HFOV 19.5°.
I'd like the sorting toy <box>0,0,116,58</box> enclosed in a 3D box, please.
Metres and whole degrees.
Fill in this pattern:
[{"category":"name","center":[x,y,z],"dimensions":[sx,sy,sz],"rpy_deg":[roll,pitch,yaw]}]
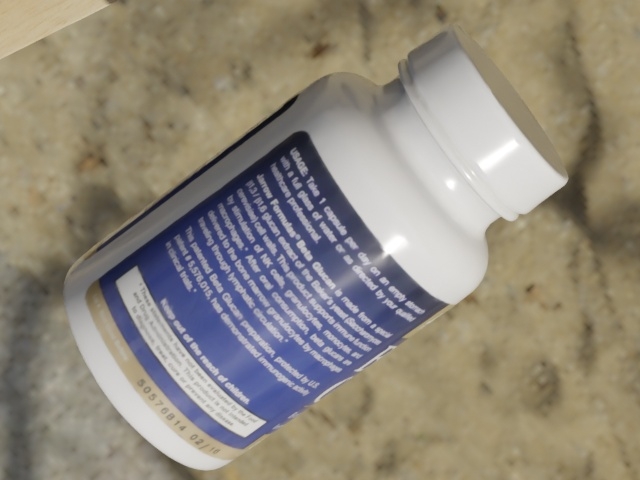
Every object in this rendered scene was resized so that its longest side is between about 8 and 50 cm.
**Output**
[{"category":"sorting toy","center":[-0.171,-0.226,0.886],"dimensions":[0.089,0.257,0.255],"rpy_deg":[1,118,55]}]

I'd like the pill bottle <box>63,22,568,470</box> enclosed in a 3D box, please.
[{"category":"pill bottle","center":[0.000,0.000,0.664],"dimensions":[0.094,0.169,0.094],"rpy_deg":[49,-165,-18]}]
